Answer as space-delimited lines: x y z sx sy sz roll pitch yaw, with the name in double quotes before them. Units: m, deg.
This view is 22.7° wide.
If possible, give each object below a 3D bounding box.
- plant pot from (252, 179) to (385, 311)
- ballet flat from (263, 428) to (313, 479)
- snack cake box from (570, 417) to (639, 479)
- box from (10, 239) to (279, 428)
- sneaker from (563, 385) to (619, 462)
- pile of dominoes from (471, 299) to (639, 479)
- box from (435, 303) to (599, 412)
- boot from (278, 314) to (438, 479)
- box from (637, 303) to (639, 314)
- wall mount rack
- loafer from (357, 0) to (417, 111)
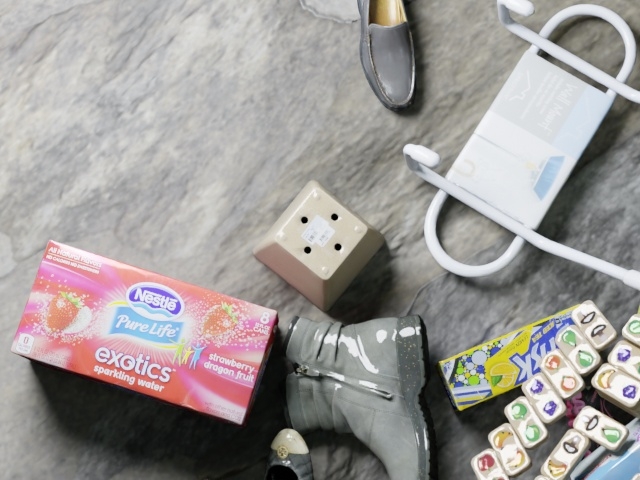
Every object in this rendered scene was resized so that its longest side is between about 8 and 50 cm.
"plant pot" 0.000 0.000 1.724 0.109 0.096 0.109 39 83 3
"ballet flat" -0.043 0.286 1.694 0.057 0.049 0.173 6 88 31
"snack cake box" 0.402 0.303 1.662 0.152 0.089 0.264 -40 95 7
"box" -0.182 0.101 1.691 0.256 0.122 0.128 18 81 1
"sneaker" 0.301 0.212 1.732 0.057 0.047 0.119 -7 83 -14
"pile of dominoes" 0.270 0.189 1.624 0.196 0.040 0.251 31 81 39
"box" 0.214 0.128 1.733 0.168 0.054 0.059 -22 83 -4
"boot" 0.041 0.200 1.719 0.161 0.083 0.247 -6 82 10
"box" 0.459 0.083 1.696 0.232 0.058 0.087 14 82 1
"wall mount rack" 0.270 -0.098 1.715 0.304 0.130 0.350 31 83 12
"loafer" 0.072 -0.229 1.775 0.062 0.061 0.170 -13 83 -4
